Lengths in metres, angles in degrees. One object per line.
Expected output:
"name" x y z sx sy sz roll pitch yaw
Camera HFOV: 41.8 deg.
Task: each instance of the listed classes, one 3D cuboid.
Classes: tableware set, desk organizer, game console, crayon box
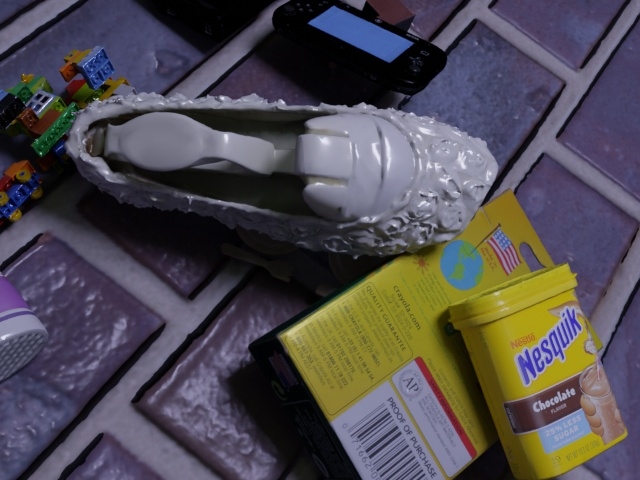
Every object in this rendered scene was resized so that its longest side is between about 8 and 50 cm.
"tableware set" 0.000 0.000 0.896 0.194 0.039 0.128 23 67 1
"desk organizer" 0.053 -0.264 1.052 0.130 0.047 0.050 -32 73 -30
"game console" -0.014 -0.278 0.993 0.361 0.044 0.213 30 53 15
"crayon box" 0.114 0.106 0.822 0.318 0.081 0.202 -29 90 -29

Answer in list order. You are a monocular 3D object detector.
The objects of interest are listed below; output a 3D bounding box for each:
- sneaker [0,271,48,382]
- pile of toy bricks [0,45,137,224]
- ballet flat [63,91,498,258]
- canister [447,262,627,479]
"sneaker" -0.390 0.094 0.686 0.161 0.102 0.282 47 48 14
"pile of toy bricks" -0.296 -0.123 0.835 0.105 0.118 0.212 22 61 29
"ballet flat" -0.045 -0.066 0.766 0.409 0.147 0.147 5 59 9
"canister" 0.203 0.120 0.775 0.126 0.073 0.170 -18 86 -29
